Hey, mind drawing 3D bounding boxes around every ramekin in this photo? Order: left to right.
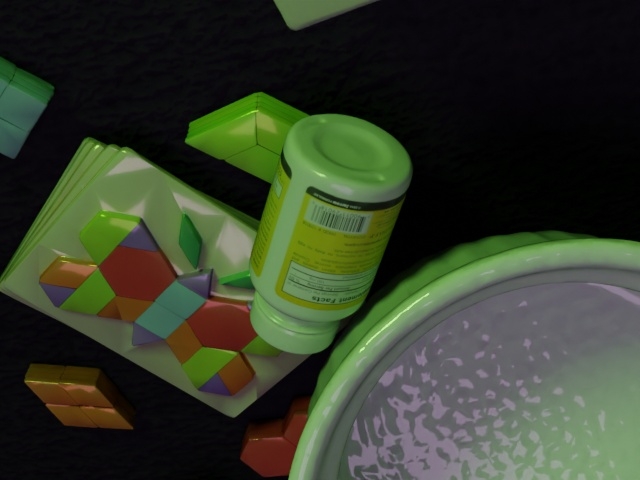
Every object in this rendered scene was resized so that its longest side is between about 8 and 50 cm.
[{"bbox_3d":[0.117,0.125,0.648,0.277,0.135,0.277,-1,100,-3],"label":"ramekin"}]

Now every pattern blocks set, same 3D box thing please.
[{"bbox_3d":[-0.082,0.030,0.723,0.324,0.026,0.285,21,130,-11],"label":"pattern blocks set"}]

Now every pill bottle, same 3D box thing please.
[{"bbox_3d":[0.000,0.000,0.634,0.065,0.065,0.116,15,126,-7],"label":"pill bottle"}]

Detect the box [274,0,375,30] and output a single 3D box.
[{"bbox_3d":[-0.020,-0.222,0.451,0.113,0.094,0.275,-16,128,19],"label":"box"}]
